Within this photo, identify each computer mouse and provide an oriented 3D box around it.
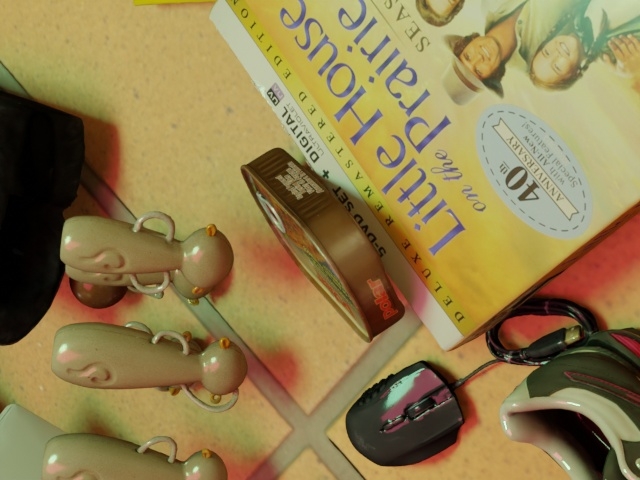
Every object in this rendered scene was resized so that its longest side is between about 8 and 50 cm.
[{"bbox_3d":[0.099,0.107,0.835,0.242,0.041,0.071,-39,80,39],"label":"computer mouse"}]

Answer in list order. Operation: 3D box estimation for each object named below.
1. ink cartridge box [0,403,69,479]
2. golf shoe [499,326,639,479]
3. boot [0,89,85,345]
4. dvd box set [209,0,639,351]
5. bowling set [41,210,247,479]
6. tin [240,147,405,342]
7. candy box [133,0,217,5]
[{"bbox_3d":[-0.273,0.335,1.106,0.226,0.131,0.306,30,125,-4],"label":"ink cartridge box"},{"bbox_3d":[0.225,0.159,0.669,0.273,0.120,0.105,36,126,40],"label":"golf shoe"},{"bbox_3d":[-0.409,-0.002,1.110,0.445,0.146,0.367,19,117,33],"label":"boot"},{"bbox_3d":[0.130,-0.164,0.686,0.420,0.062,0.307,-44,74,39],"label":"dvd box set"},{"bbox_3d":[-0.139,0.061,0.962,0.154,0.200,0.287,7,123,-10],"label":"bowling set"},{"bbox_3d":[0.000,0.000,0.812,0.189,0.040,0.106,46,163,54],"label":"tin"},{"bbox_3d":[-0.111,-0.282,0.861,0.105,0.027,0.205,5,110,33],"label":"candy box"}]
